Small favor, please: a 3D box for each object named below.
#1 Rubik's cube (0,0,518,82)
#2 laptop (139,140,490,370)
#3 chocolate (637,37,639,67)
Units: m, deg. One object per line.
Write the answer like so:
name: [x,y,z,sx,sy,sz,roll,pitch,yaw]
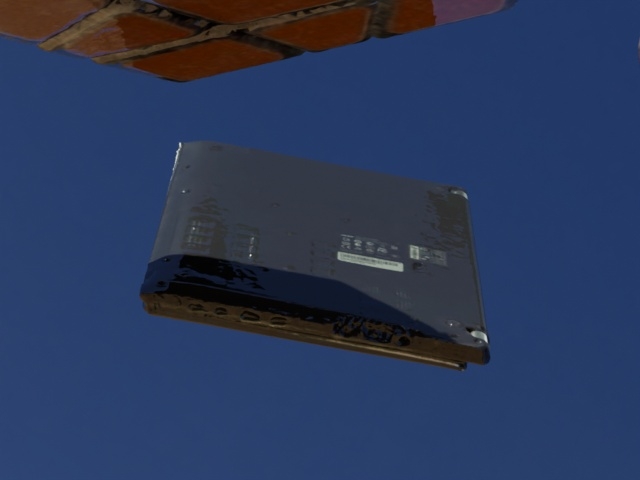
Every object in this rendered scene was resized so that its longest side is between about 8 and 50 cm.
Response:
Rubik's cube: [-0.033,-0.202,0.597,0.319,0.319,0.264,42,-67,-12]
laptop: [0.000,0.000,0.779,0.129,0.180,0.016,10,-70,-3]
chocolate: [0.296,-0.090,0.900,0.303,0.185,0.100,36,-20,40]
